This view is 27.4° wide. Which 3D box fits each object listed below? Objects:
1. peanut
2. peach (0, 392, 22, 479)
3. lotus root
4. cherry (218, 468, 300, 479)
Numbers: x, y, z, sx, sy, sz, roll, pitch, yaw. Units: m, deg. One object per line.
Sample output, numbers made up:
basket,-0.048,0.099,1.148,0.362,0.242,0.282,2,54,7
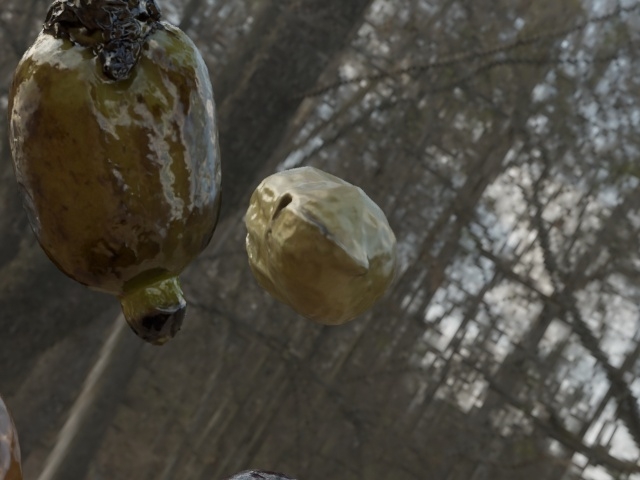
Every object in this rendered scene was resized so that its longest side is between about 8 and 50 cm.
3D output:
peanut,0.003,0.005,1.471,0.340,0.158,0.174,-145,-133,-73
peach,-0.535,0.275,1.578,0.302,0.342,0.343,-10,13,-35
lotus root,-0.165,-0.065,1.066,0.141,0.169,0.314,16,-66,61
cherry,-0.042,0.275,0.994,0.195,0.195,0.195,30,-15,9
